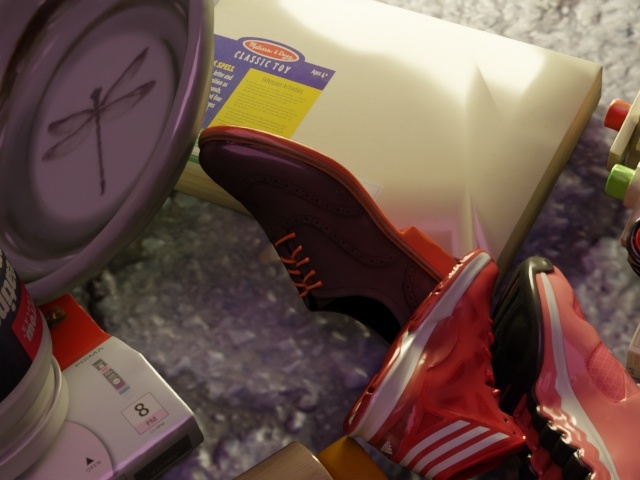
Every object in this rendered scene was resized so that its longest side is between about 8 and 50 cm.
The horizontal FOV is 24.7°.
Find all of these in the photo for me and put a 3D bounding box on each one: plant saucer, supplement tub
[{"bbox_3d":[-0.220,-0.114,1.376,0.400,0.100,0.400,-21,57,36],"label":"plant saucer"},{"bbox_3d":[-0.334,0.062,1.173,0.191,0.272,0.191,-15,38,12],"label":"supplement tub"}]

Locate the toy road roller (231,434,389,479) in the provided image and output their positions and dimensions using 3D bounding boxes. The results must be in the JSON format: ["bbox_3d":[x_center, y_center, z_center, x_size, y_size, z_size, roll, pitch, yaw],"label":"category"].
[{"bbox_3d":[0.010,0.266,1.029,0.202,0.240,0.329,-31,55,-15],"label":"toy road roller"}]

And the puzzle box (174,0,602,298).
[{"bbox_3d":[0.037,-0.120,1.437,0.409,0.052,0.272,20,59,22],"label":"puzzle box"}]

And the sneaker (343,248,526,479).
[{"bbox_3d":[0.118,0.113,1.185,0.128,0.087,0.221,38,54,1],"label":"sneaker"}]

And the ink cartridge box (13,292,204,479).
[{"bbox_3d":[-0.244,0.147,1.276,0.189,0.066,0.232,-36,61,-18],"label":"ink cartridge box"}]

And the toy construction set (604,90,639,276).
[{"bbox_3d":[0.378,-0.044,1.266,0.328,0.151,0.215,21,83,31],"label":"toy construction set"}]

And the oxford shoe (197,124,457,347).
[{"bbox_3d":[0.000,0.000,1.258,0.271,0.097,0.098,34,64,-10],"label":"oxford shoe"}]

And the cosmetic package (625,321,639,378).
[{"bbox_3d":[0.322,0.099,1.234,0.115,0.041,0.060,19,58,21],"label":"cosmetic package"}]

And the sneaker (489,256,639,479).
[{"bbox_3d":[0.221,0.148,1.193,0.136,0.116,0.313,10,43,-20],"label":"sneaker"}]
